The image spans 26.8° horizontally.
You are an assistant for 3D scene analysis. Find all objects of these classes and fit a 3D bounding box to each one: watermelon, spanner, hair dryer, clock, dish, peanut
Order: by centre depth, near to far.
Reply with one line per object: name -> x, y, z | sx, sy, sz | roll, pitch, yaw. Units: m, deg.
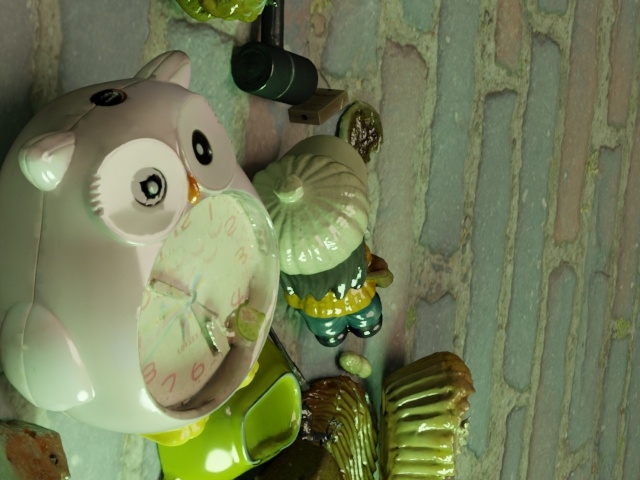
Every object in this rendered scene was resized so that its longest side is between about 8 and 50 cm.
watermelon -> -0.347, 0.233, 1.455 | 0.241, 0.154, 0.094 | 26, 74, -70
clock -> -0.221, 0.005, 1.474 | 0.368, 0.251, 0.376 | -43, 138, -44
dish -> -0.109, 0.237, 1.836 | 0.262, 0.108, 0.221 | -30, 121, -52
hair dryer -> -0.061, -0.300, 1.842 | 0.124, 0.072, 0.219 | 3, 86, -60
spanner -> -0.069, 0.134, 1.931 | 0.015, 0.054, 0.254 | -30, 133, -3
peanut -> 0.057, 0.198, 2.155 | 0.083, 0.037, 0.037 | 27, 74, -51

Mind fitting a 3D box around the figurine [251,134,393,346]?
figurine -> 0.005, 0.023, 1.900 | 0.204, 0.185, 0.332 | -97, 170, -60

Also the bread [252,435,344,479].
bread -> -0.107, 0.464, 1.851 | 0.416, 0.113, 0.165 | -48, 138, -34

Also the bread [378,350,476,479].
bread -> 0.171, 0.315, 2.224 | 0.274, 0.149, 0.274 | -176, -90, -85

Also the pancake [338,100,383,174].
pancake -> 0.061, -0.156, 2.095 | 0.116, 0.023, 0.129 | 60, 44, -45

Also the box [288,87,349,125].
box -> -0.002, -0.195, 1.957 | 0.083, 0.053, 0.024 | -39, 129, -46

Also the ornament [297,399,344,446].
ornament -> -0.014, 0.274, 2.003 | 0.125, 0.028, 0.073 | 1, 83, -39

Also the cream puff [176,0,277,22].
cream puff -> -0.134, -0.338, 1.669 | 0.156, 0.156, 0.121 | -44, 175, -44

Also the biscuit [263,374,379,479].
biscuit -> 0.005, 0.368, 2.109 | 0.318, 0.040, 0.317 | -18, 112, -54
